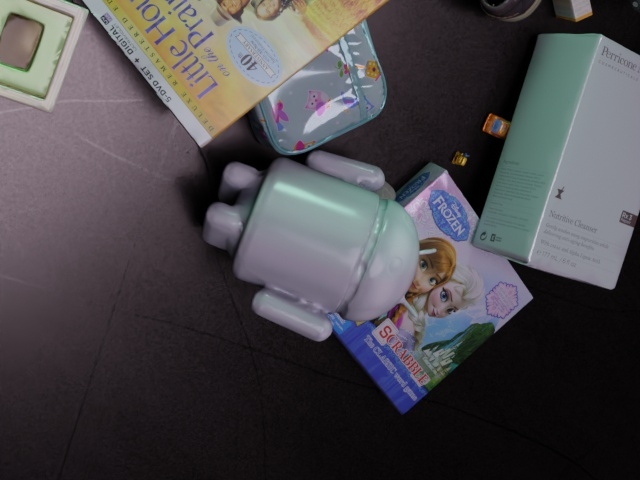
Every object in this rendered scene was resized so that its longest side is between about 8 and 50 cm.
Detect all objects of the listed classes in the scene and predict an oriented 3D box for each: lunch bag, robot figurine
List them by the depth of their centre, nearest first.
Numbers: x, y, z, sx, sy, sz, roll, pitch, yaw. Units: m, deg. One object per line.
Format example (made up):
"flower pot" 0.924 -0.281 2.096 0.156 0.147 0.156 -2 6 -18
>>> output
"lunch bag" -0.026 -0.287 1.630 0.224 0.108 0.279 -24 115 -13
"robot figurine" 0.000 0.000 1.650 0.353 0.200 0.300 22 72 -2

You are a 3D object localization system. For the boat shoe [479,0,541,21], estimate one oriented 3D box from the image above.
"boat shoe" 0.322 -0.510 1.656 0.132 0.130 0.355 14 109 18

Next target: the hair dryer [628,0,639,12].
"hair dryer" 0.651 -0.412 1.860 0.293 0.080 0.223 -47 109 -21

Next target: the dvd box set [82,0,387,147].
"dvd box set" -0.097 -0.374 1.489 0.420 0.062 0.307 -38 99 1

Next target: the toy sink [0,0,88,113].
"toy sink" -0.453 -0.284 1.443 0.234 0.131 0.152 19 99 -26

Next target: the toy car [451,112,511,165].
"toy car" 0.285 -0.161 1.839 0.060 0.040 0.122 39 90 -28

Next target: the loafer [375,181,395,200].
"loafer" 0.063 -0.086 1.778 0.125 0.039 0.045 16 57 -27

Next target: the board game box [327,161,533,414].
"board game box" 0.165 0.086 1.857 0.318 0.066 0.318 -42 118 -5

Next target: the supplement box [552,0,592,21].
"supplement box" 0.412 -0.419 1.793 0.036 0.062 0.098 -25 116 -12

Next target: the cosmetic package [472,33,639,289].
"cosmetic package" 0.429 -0.133 1.808 0.217 0.156 0.385 15 94 -32
